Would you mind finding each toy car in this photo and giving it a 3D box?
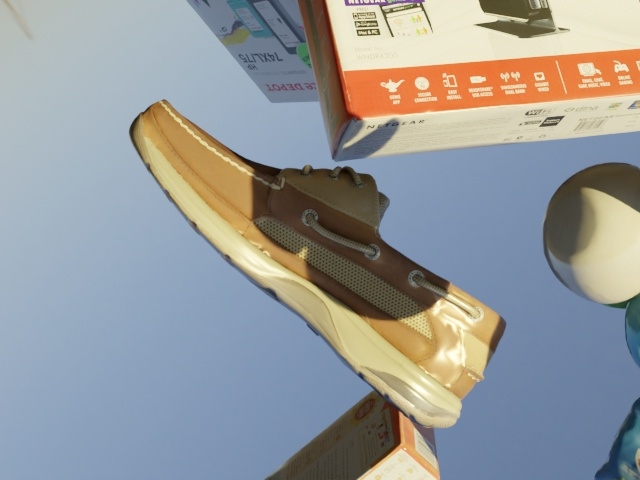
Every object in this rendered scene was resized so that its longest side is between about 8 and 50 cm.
[{"bbox_3d":[0.220,0.010,0.611,0.182,0.159,0.136,-37,-124,41],"label":"toy car"}]

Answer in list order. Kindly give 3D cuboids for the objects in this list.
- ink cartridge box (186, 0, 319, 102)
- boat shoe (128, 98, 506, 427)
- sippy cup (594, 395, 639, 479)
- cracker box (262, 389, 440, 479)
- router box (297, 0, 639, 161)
[{"bbox_3d":[-0.026,-0.324,1.386,0.198,0.270,0.197,6,-125,50],"label":"ink cartridge box"},{"bbox_3d":[0.000,0.000,0.879,0.116,0.324,0.123,-49,-178,-3],"label":"boat shoe"},{"bbox_3d":[0.386,0.231,1.077,0.224,0.240,0.305,32,-110,30],"label":"sippy cup"},{"bbox_3d":[0.026,0.273,1.328,0.232,0.067,0.155,-41,-163,18],"label":"cracker box"},{"bbox_3d":[0.146,-0.234,1.026,0.335,0.301,0.082,-7,161,-14],"label":"router box"}]
